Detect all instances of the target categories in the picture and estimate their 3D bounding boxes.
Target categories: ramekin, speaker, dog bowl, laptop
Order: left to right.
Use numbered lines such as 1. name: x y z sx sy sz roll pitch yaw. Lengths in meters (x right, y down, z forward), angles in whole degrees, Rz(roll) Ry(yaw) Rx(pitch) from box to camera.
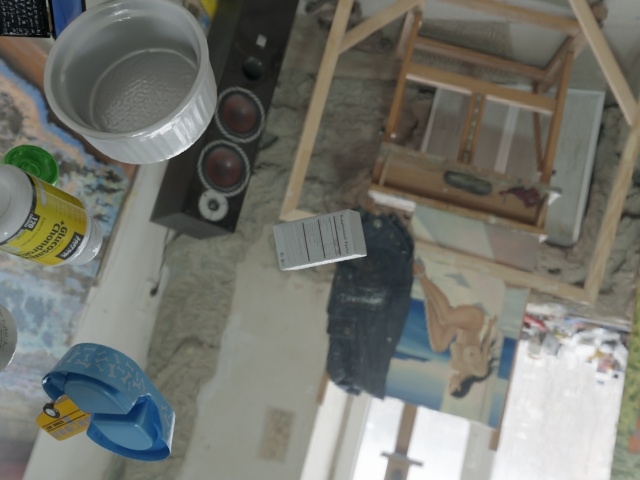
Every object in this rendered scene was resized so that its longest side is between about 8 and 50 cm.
1. speaker: -0.671 -0.088 1.598 0.131 0.131 0.296 22 142 -26
2. laptop: -0.643 -0.516 1.586 0.264 0.137 0.234 -1 135 -13
3. dog bowl: -0.361 0.287 1.287 0.166 0.074 0.297 -3 136 21
4. ramekin: -0.310 -0.266 1.243 0.277 0.277 0.135 12 161 12

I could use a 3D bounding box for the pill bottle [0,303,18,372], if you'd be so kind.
1. pill bottle: -0.606 0.154 1.138 0.131 0.131 0.229 9 176 23

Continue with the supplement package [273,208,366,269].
1. supplement package: 0.000 0.000 1.626 0.179 0.105 0.105 -11 174 16

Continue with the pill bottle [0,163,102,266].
1. pill bottle: -0.370 -0.024 0.957 0.103 0.103 0.184 10 168 20

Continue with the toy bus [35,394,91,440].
1. toy bus: -0.639 0.435 1.968 0.332 0.108 0.130 -28 113 35

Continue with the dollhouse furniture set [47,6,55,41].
1. dollhouse furniture set: -0.649 -0.625 1.970 0.303 0.173 0.356 28 145 60
